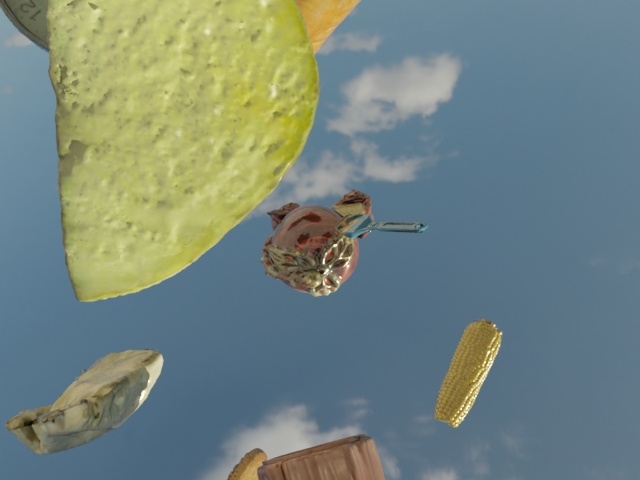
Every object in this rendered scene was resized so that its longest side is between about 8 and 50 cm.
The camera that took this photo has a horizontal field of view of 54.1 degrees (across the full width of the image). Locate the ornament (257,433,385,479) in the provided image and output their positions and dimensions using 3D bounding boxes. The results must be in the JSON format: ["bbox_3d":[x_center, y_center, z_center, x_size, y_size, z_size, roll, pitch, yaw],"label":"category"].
[{"bbox_3d":[0.013,0.409,0.902,0.221,0.235,0.217,-19,-106,11],"label":"ornament"}]

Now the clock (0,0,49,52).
[{"bbox_3d":[-0.375,-0.446,1.014,0.319,0.318,0.066,-26,-157,-8],"label":"clock"}]

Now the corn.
[{"bbox_3d":[0.386,0.346,1.655,0.106,0.106,0.305,15,-118,38],"label":"corn"}]

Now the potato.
[{"bbox_3d":[-0.140,-0.133,0.616,0.213,0.330,0.280,-2,-164,-16],"label":"potato"}]

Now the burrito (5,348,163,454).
[{"bbox_3d":[-0.485,0.351,1.337,0.191,0.135,0.332,-7,-171,15],"label":"burrito"}]

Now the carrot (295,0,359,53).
[{"bbox_3d":[-0.029,-0.440,1.005,0.224,0.340,0.224,18,-133,-20],"label":"carrot"}]

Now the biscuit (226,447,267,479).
[{"bbox_3d":[-0.189,0.575,1.298,0.038,0.305,0.305,19,-132,15],"label":"biscuit"}]

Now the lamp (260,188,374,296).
[{"bbox_3d":[0.001,-0.006,1.078,0.215,0.151,0.223,-5,-125,-7],"label":"lamp"}]

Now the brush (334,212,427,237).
[{"bbox_3d":[0.086,-0.021,0.900,0.164,0.014,0.051,4,-139,46],"label":"brush"}]
